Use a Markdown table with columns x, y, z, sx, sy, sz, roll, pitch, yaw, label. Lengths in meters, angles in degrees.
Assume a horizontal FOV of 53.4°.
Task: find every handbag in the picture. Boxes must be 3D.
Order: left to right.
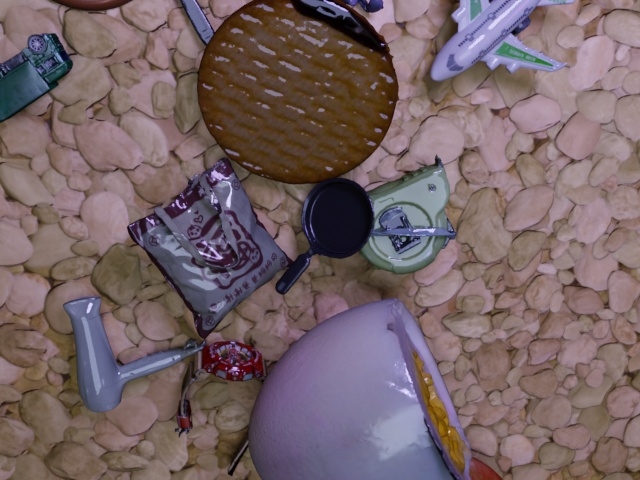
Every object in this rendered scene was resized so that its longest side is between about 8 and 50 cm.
| x | y | z | sx | sy | sz | roll | pitch | yaw | label |
| --- | --- | --- | --- | --- | --- | --- | --- | --- | --- |
| -0.175 | 0.014 | 1.060 | 0.213 | 0.127 | 0.235 | -39 | 115 | -19 | handbag |

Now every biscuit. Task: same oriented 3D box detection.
| x | y | z | sx | sy | sz | roll | pitch | yaw | label |
| --- | --- | --- | --- | --- | --- | --- | --- | --- | --- |
| -0.036 | -0.230 | 1.007 | 0.318 | 0.040 | 0.318 | 0 | 123 | 0 | biscuit |

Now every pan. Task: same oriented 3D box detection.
| x | y | z | sx | sy | sz | roll | pitch | yaw | label |
| --- | --- | --- | --- | --- | --- | --- | --- | --- | --- |
| 0.000 | 0.000 | 1.080 | 0.136 | 0.028 | 0.235 | 45 | 105 | 21 | pan |

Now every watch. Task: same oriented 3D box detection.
| x | y | z | sx | sy | sz | roll | pitch | yaw | label |
| --- | --- | --- | --- | --- | --- | --- | --- | --- | --- |
| -0.186 | 0.314 | 1.183 | 0.165 | 0.102 | 0.268 | 18 | 110 | -16 | watch |

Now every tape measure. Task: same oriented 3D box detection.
| x | y | z | sx | sy | sz | roll | pitch | yaw | label |
| --- | --- | --- | --- | --- | --- | --- | --- | --- | --- |
| 0.139 | -0.029 | 1.099 | 0.200 | 0.106 | 0.175 | -21 | 102 | 4 | tape measure |

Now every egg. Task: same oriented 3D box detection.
| x | y | z | sx | sy | sz | roll | pitch | yaw | label |
| --- | --- | --- | --- | --- | --- | --- | --- | --- | --- |
| 0.043 | 0.309 | 1.081 | 0.340 | 0.354 | 0.354 | -24 | 109 | 13 | egg |

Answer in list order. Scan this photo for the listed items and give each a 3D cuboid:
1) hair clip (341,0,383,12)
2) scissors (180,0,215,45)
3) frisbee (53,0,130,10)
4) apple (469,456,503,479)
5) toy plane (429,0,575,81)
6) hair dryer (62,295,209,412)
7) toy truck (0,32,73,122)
| x | y | z | sx | sy | sz | roll | pitch | yaw | label |
| --- | --- | --- | --- | --- | --- | --- | --- | --- | --- |
| 0.009 | -0.459 | 0.945 | 0.090 | 0.137 | 0.278 | -43 | 113 | -30 | hair clip |
| -0.172 | -0.313 | 1.017 | 0.088 | 0.017 | 0.220 | -27 | 109 | 6 | scissors |
| -0.353 | -0.473 | 0.942 | 0.251 | 0.021 | 0.251 | -2 | 109 | -5 | frisbee |
| 0.282 | 0.533 | 1.272 | 0.209 | 0.164 | 0.209 | 1 | 114 | 3 | apple |
| 0.276 | -0.346 | 1.020 | 0.255 | 0.101 | 0.251 | -40 | 108 | 10 | toy plane |
| -0.323 | 0.188 | 1.145 | 0.237 | 0.075 | 0.206 | -8 | 102 | -13 | hair dryer |
| -0.453 | -0.255 | 0.975 | 0.147 | 0.065 | 0.079 | -33 | 111 | 4 | toy truck |
